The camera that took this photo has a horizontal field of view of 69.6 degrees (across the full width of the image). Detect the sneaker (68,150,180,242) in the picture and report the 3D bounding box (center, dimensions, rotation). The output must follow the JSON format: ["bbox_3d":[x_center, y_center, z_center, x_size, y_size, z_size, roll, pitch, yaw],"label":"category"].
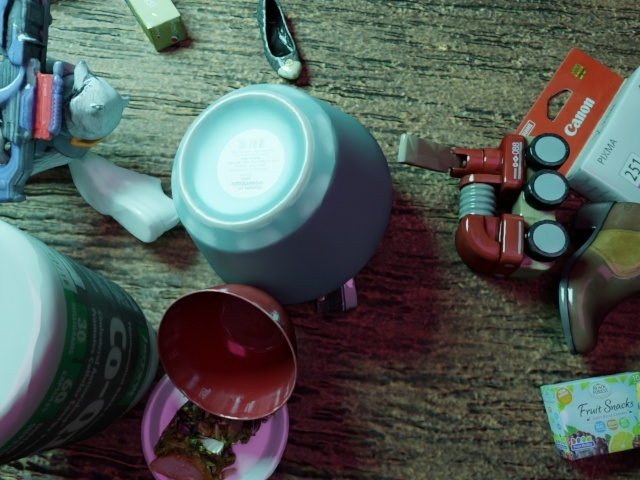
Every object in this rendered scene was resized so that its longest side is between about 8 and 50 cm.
[{"bbox_3d":[-0.294,-0.081,0.704,0.212,0.080,0.094,36,48,15],"label":"sneaker"}]

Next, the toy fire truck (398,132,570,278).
[{"bbox_3d":[0.239,-0.068,0.708,0.246,0.158,0.217,7,73,10],"label":"toy fire truck"}]

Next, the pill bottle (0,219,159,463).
[{"bbox_3d":[-0.301,0.117,0.484,0.204,0.361,0.204,1,74,-4],"label":"pill bottle"}]

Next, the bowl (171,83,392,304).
[{"bbox_3d":[-0.071,-0.080,0.615,0.312,0.163,0.311,-5,74,17],"label":"bowl"}]

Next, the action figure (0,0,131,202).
[{"bbox_3d":[-0.410,-0.236,0.638,0.330,0.178,0.341,18,99,14],"label":"action figure"}]

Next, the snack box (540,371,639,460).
[{"bbox_3d":[0.406,0.252,0.671,0.141,0.037,0.100,-7,74,-8],"label":"snack box"}]

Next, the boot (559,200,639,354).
[{"bbox_3d":[0.498,0.059,0.634,0.280,0.096,0.264,6,55,41],"label":"boot"}]

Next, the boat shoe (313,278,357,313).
[{"bbox_3d":[0.000,0.000,0.693,0.070,0.078,0.219,-10,76,-9],"label":"boat shoe"}]

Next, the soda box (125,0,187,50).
[{"bbox_3d":[-0.308,-0.426,0.806,0.061,0.058,0.181,-30,77,-13],"label":"soda box"}]

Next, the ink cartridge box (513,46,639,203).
[{"bbox_3d":[0.504,-0.208,0.808,0.239,0.060,0.275,36,74,5],"label":"ink cartridge box"}]

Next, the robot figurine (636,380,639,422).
[{"bbox_3d":[0.557,0.269,0.630,0.291,0.085,0.211,14,70,-11],"label":"robot figurine"}]

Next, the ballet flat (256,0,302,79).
[{"bbox_3d":[-0.077,-0.358,0.809,0.057,0.049,0.173,-19,76,-9],"label":"ballet flat"}]

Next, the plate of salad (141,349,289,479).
[{"bbox_3d":[-0.142,0.249,0.622,0.200,0.048,0.199,1,73,-4],"label":"plate of salad"}]

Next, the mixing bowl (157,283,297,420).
[{"bbox_3d":[-0.104,0.126,0.593,0.181,0.098,0.181,5,110,13],"label":"mixing bowl"}]
